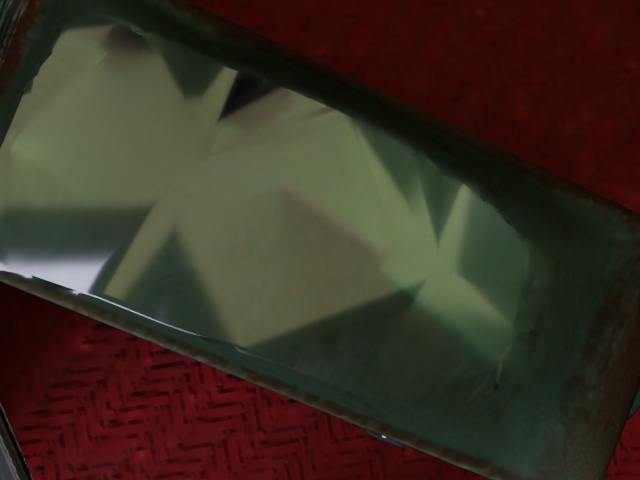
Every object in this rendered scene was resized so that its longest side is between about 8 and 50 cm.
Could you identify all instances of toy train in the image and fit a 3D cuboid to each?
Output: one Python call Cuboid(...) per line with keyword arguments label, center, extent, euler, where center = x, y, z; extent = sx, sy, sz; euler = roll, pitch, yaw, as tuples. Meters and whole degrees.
Cuboid(label="toy train", center=(0.000, 0.000, 0.582), extent=(0.326, 0.159, 0.129), euler=(24, 89, -15))

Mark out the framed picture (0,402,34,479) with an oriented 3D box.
Cuboid(label="framed picture", center=(-0.159, 0.075, 0.546), extent=(0.011, 0.183, 0.142), euler=(-28, 99, -43))
